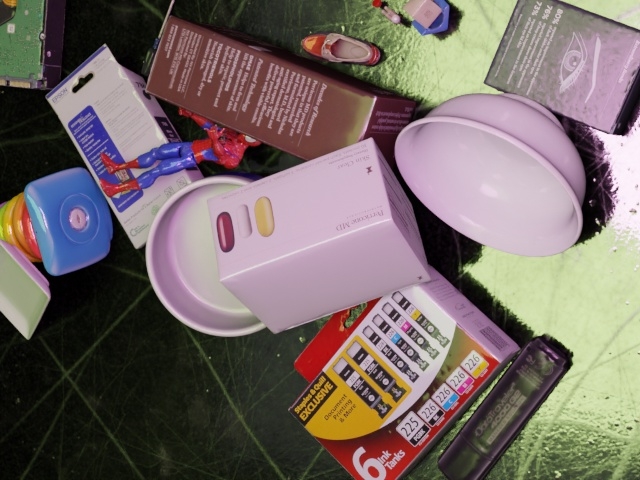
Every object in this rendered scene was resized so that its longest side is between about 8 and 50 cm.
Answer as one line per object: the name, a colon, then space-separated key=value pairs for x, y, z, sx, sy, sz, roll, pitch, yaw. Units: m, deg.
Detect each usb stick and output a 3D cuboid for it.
usb stick: x=0.282 y=0.275 z=1.672 sx=0.077 sy=0.045 sz=0.278 roll=41 pitch=109 yaw=23

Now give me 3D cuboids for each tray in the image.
tray: x=-0.551 y=0.086 z=1.945 sx=0.145 sy=0.030 sz=0.270 roll=47 pitch=149 yaw=0

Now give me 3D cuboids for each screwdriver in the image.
screwdriver: x=-0.281 y=-0.369 z=1.875 sx=0.025 sy=0.024 sz=0.170 roll=16 pitch=100 yaw=-8

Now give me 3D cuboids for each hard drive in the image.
hard drive: x=-0.579 y=-0.455 z=1.974 sx=0.237 sy=0.064 sz=0.339 roll=8 pitch=97 yaw=23

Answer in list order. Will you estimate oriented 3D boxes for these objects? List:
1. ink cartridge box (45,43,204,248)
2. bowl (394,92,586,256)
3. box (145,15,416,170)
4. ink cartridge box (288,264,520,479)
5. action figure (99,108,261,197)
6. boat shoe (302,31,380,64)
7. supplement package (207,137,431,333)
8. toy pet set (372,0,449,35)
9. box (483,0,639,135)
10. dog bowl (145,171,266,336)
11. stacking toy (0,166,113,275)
ink cartridge box: x=-0.338 y=-0.166 z=1.894 sx=0.165 sy=0.065 sz=0.333 roll=-35 pitch=82 yaw=22
bowl: x=0.268 y=-0.118 z=1.558 sx=0.298 sy=0.298 sz=0.134 roll=26 pitch=65 yaw=19
box: x=-0.063 y=-0.228 z=1.700 sx=0.381 sy=0.191 sz=0.143 roll=26 pitch=104 yaw=19
ink cartridge box: x=0.106 y=0.198 z=1.696 sx=0.272 sy=0.130 sz=0.309 roll=43 pitch=109 yaw=16
action figure: x=-0.238 y=-0.160 z=1.755 sx=0.280 sy=0.139 sz=0.091 roll=-12 pitch=54 yaw=7
boat shoe: x=0.028 y=-0.311 z=1.734 sx=0.137 sy=0.043 sz=0.049 roll=16 pitch=102 yaw=23
supplement package: x=0.000 y=0.000 z=1.563 sx=0.262 sy=0.204 sz=0.145 roll=-20 pitch=58 yaw=12
toy pet set: x=0.160 y=-0.378 z=1.675 sx=0.122 sy=0.065 sz=0.114 roll=-49 pitch=41 yaw=16
box: x=0.367 y=-0.257 z=1.555 sx=0.207 sy=0.108 sz=0.153 roll=27 pitch=104 yaw=19
dog bowl: x=-0.148 y=0.020 z=1.770 sx=0.265 sy=0.104 sz=0.265 roll=2 pitch=101 yaw=9
stacking toy: x=-0.543 y=-0.022 z=1.962 sx=0.302 sy=0.166 sz=0.175 roll=-8 pitch=101 yaw=35
